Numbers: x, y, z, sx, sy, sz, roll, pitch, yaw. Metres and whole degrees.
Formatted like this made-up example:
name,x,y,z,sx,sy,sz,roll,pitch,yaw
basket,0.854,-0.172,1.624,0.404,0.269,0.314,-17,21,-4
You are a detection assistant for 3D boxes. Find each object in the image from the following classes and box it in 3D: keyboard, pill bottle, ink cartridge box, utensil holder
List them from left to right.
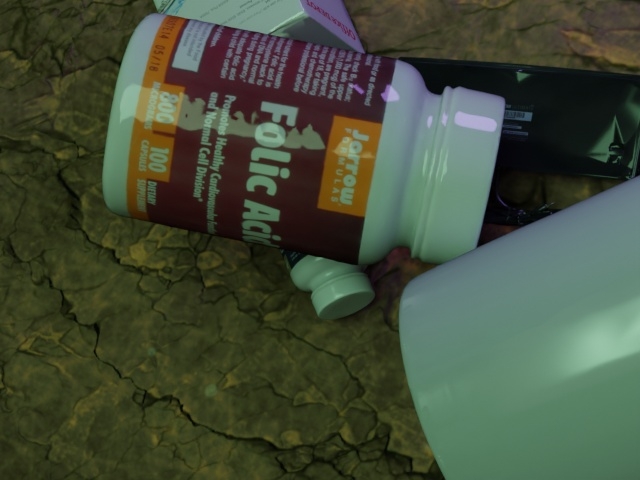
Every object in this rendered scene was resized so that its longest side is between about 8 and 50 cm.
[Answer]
name,x,y,z,sx,sy,sz,roll,pitch,yaw
ink cartridge box,-0.088,-0.290,2.116,0.168,0.171,0.232,-29,67,17
pill bottle,-0.015,-0.097,1.917,0.392,0.224,0.224,11,82,3
pill bottle,0.000,0.000,2.050,0.094,0.094,0.169,-29,67,16
keyboard,0.205,-0.098,2.017,0.317,0.033,0.201,8,80,27
utensil holder,0.315,0.105,1.761,0.386,0.328,0.327,-24,69,21
